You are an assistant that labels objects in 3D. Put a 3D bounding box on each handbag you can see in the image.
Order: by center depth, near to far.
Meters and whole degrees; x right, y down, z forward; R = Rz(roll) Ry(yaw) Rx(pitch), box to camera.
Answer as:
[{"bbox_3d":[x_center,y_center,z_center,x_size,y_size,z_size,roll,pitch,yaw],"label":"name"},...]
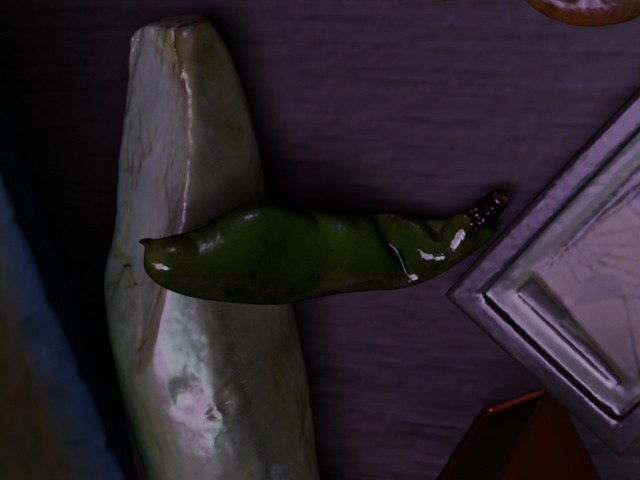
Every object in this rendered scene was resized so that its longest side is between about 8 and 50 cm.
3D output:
[{"bbox_3d":[0.103,0.167,0.928,0.063,0.190,0.127,-23,99,24],"label":"handbag"}]

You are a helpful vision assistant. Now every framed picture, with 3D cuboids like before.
[{"bbox_3d":[0.164,0.013,0.946,0.128,0.023,0.168,43,116,2],"label":"framed picture"}]

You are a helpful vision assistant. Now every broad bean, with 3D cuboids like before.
[{"bbox_3d":[0.002,0.005,0.956,0.195,0.046,0.061,-8,142,-14],"label":"broad bean"}]

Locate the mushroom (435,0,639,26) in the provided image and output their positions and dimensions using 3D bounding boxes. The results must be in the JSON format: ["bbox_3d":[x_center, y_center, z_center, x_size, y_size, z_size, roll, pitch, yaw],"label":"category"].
[{"bbox_3d":[0.106,-0.143,0.882,0.130,0.073,0.088,-11,123,-11],"label":"mushroom"}]

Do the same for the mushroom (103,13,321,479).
[{"bbox_3d":[-0.062,0.049,1.002,0.087,0.107,0.333,10,118,56],"label":"mushroom"}]

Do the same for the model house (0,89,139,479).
[{"bbox_3d":[-0.296,0.077,0.987,0.382,0.342,0.334,-6,114,31],"label":"model house"}]
